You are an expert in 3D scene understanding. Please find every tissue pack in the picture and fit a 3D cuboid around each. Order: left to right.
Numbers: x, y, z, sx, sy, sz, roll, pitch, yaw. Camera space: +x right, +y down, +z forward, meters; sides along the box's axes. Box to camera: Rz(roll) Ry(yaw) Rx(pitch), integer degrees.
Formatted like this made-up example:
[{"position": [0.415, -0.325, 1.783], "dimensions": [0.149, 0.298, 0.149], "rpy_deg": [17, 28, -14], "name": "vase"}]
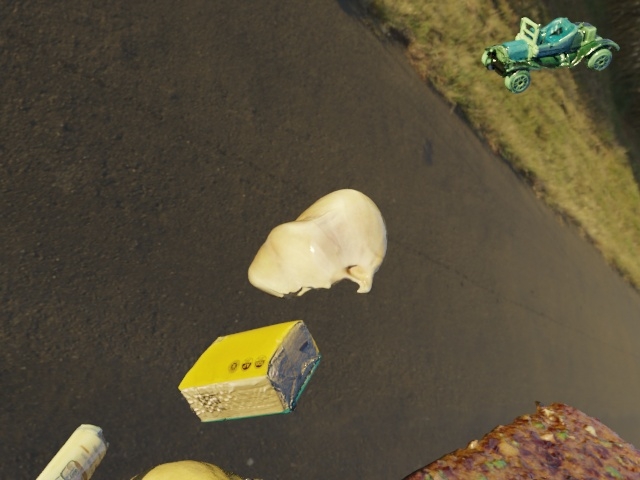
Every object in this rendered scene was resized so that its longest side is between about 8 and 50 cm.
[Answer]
[{"position": [-0.156, 0.289, 1.218], "dimensions": [0.134, 0.271, 0.192], "rpy_deg": [60, 34, -19], "name": "tissue pack"}]

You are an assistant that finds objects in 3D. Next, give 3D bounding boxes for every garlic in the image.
[{"position": [0.000, 0.000, 0.852], "dimensions": [0.217, 0.228, 0.110], "rpy_deg": [-47, 124, -24], "name": "garlic"}]

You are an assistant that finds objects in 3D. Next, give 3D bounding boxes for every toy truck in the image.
[{"position": [0.288, -0.249, 0.688], "dimensions": [0.080, 0.154, 0.078], "rpy_deg": [-111, -172, -45], "name": "toy truck"}]

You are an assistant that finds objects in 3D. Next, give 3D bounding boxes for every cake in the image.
[{"position": [0.164, 0.226, 0.421], "dimensions": [0.246, 0.135, 0.112], "rpy_deg": [-7, 112, -39], "name": "cake"}]

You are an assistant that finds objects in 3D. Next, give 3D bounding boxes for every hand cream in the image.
[{"position": [-0.249, 0.235, 0.517], "dimensions": [0.143, 0.039, 0.061], "rpy_deg": [-73, 155, -63], "name": "hand cream"}]

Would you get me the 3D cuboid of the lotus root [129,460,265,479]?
[{"position": [-0.135, 0.325, 0.595], "dimensions": [0.183, 0.310, 0.182], "rpy_deg": [24, 48, -29], "name": "lotus root"}]
